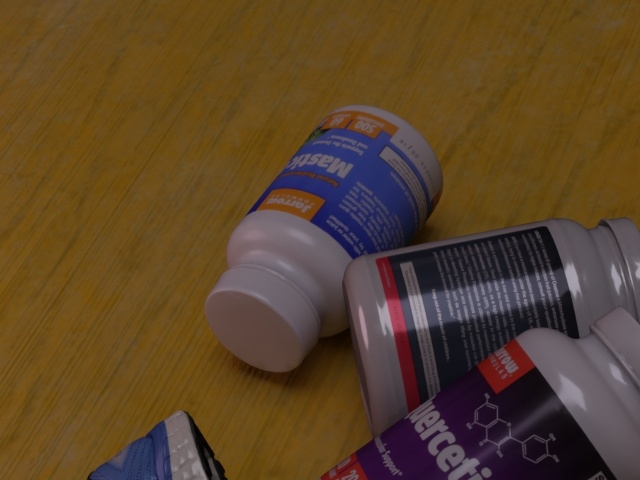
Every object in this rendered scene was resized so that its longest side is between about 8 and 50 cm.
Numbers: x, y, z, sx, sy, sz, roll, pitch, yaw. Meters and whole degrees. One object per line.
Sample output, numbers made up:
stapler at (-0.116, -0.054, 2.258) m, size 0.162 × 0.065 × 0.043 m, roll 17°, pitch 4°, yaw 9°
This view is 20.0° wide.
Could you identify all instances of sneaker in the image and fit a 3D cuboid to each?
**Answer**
sneaker at (-0.130, 0.305, 1.578) m, size 0.147 × 0.130 × 0.330 m, roll -26°, pitch 42°, yaw 3°

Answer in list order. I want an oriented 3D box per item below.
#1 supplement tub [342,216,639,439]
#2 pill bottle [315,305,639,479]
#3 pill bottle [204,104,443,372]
supplement tub at (0.167, 0.085, 1.685) m, size 0.272 × 0.191 × 0.191 m, roll -11°, pitch 44°, yaw -2°
pill bottle at (0.155, 0.197, 1.518) m, size 0.323 × 0.181 × 0.181 m, roll -36°, pitch 47°, yaw 1°
pill bottle at (0.000, 0.000, 1.827) m, size 0.152 × 0.152 × 0.272 m, roll 17°, pitch 49°, yaw 25°
